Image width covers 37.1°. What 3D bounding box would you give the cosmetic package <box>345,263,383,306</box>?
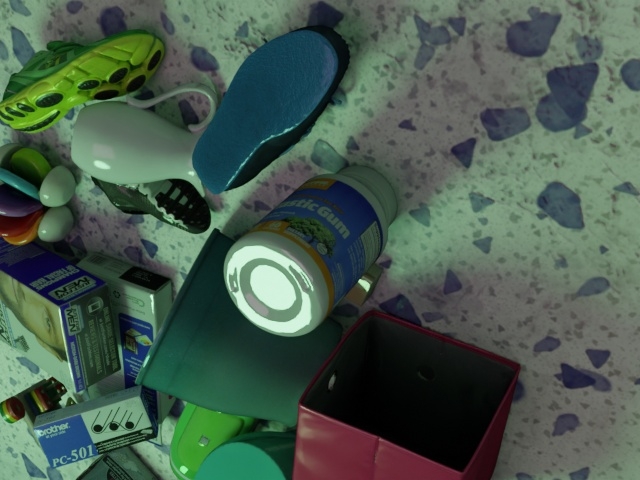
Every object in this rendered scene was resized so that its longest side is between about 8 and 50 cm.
[{"bbox_3d":[0.032,0.045,1.463,0.115,0.041,0.060,30,129,13],"label":"cosmetic package"}]

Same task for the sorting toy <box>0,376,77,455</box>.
[{"bbox_3d":[-0.522,0.335,1.869,0.046,0.274,0.132,-29,91,9],"label":"sorting toy"}]

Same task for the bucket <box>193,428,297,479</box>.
[{"bbox_3d":[-0.079,0.456,1.612,0.281,0.183,0.281,-7,78,37],"label":"bucket"}]

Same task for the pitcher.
[{"bbox_3d":[-0.264,-0.166,1.451,0.207,0.125,0.177,10,110,-5],"label":"pitcher"}]

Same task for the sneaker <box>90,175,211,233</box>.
[{"bbox_3d":[-0.283,-0.076,1.565,0.234,0.078,0.106,32,146,0],"label":"sneaker"}]

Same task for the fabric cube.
[{"bbox_3d":[0.122,0.306,1.430,0.259,0.254,0.258,20,128,19],"label":"fabric cube"}]

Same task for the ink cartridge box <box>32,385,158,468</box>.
[{"bbox_3d":[-0.415,0.346,1.769,0.207,0.046,0.097,-16,112,1],"label":"ink cartridge box"}]

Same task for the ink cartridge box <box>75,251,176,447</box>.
[{"bbox_3d":[-0.361,0.210,1.789,0.176,0.069,0.370,18,123,21],"label":"ink cartridge box"}]

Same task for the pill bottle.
[{"bbox_3d":[0.000,0.000,1.303,0.152,0.272,0.152,15,125,23],"label":"pill bottle"}]

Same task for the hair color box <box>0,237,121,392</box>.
[{"bbox_3d":[-0.514,0.120,1.742,0.339,0.110,0.185,21,126,38],"label":"hair color box"}]

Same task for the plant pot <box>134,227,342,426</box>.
[{"bbox_3d":[-0.113,0.156,1.492,0.255,0.271,0.271,27,130,-3],"label":"plant pot"}]

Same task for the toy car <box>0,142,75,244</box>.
[{"bbox_3d":[-0.526,-0.071,1.671,0.159,0.136,0.182,27,128,15],"label":"toy car"}]

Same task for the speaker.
[{"bbox_3d":[-0.180,0.321,1.706,0.131,0.131,0.296,35,130,8],"label":"speaker"}]

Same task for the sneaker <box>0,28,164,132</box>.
[{"bbox_3d":[-0.380,-0.269,1.471,0.296,0.123,0.109,-18,152,20],"label":"sneaker"}]

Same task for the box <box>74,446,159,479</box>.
[{"bbox_3d":[-0.407,0.573,1.987,0.247,0.142,0.163,48,131,-3],"label":"box"}]

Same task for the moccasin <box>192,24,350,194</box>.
[{"bbox_3d":[-0.066,-0.193,1.337,0.342,0.117,0.137,-34,85,45],"label":"moccasin"}]
